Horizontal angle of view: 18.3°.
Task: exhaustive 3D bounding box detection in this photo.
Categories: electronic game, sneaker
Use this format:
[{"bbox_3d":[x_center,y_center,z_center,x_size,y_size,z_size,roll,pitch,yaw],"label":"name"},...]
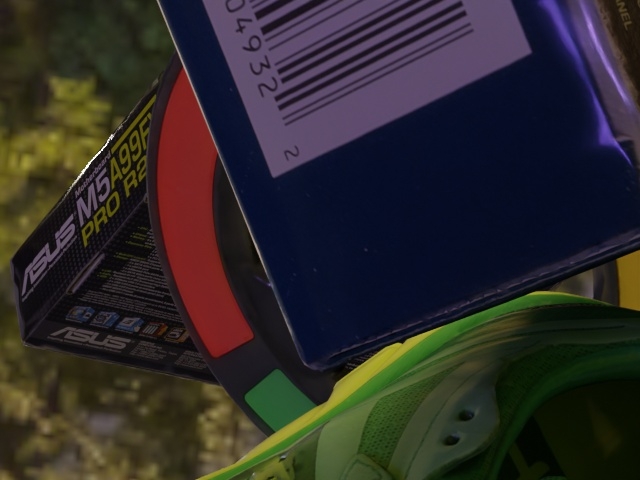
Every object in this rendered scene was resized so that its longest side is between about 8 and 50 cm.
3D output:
[{"bbox_3d":[0.034,0.003,0.707,0.229,0.229,0.048,15,-149,27],"label":"electronic game"},{"bbox_3d":[0.007,0.094,0.454,0.295,0.109,0.123,-39,-165,-34],"label":"sneaker"}]

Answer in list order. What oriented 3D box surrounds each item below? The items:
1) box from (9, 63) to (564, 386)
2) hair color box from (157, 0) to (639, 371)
[{"bbox_3d":[0.000,0.000,1.086,0.270,0.216,0.060,14,-135,-33],"label":"box"},{"bbox_3d":[0.097,-0.095,0.551,0.105,0.174,0.347,-23,177,35],"label":"hair color box"}]
